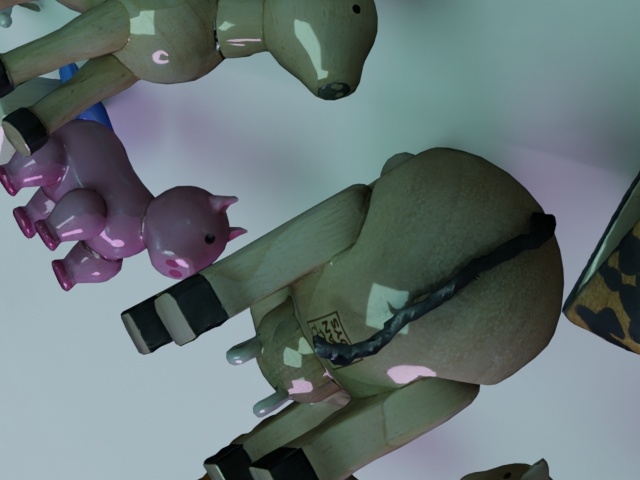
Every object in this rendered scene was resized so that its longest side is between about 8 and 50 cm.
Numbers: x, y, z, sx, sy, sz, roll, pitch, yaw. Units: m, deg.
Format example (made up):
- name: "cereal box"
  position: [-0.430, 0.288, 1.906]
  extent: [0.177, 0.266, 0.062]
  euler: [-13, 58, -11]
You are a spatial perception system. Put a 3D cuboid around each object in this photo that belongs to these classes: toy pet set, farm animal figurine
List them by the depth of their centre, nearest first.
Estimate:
- name: "farm animal figurine"
  position: [0.000, 0.000, 0.778]
  extent: [0.330, 0.172, 0.327]
  euler: [64, 165, -19]
- name: "toy pet set"
  position: [-0.136, -0.083, 0.951]
  extent: [0.122, 0.065, 0.114]
  euler: [-66, 33, 35]

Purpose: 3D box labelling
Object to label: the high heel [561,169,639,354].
- name: "high heel"
  position: [0.125, -0.072, 0.709]
  extent: [0.186, 0.093, 0.261]
  euler: [-18, 109, 35]
